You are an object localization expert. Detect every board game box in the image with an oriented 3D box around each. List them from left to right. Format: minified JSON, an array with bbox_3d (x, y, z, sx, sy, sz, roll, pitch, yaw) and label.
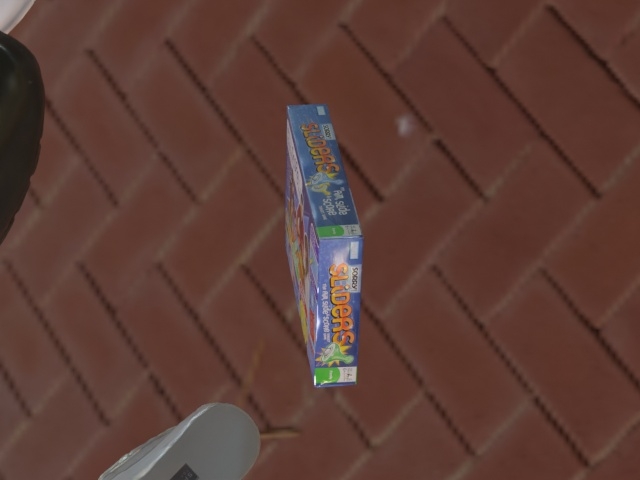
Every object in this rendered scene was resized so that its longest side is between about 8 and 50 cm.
[{"bbox_3d":[0.000,0.000,1.391,0.201,0.035,0.136,-103,12,-55],"label":"board game box"}]

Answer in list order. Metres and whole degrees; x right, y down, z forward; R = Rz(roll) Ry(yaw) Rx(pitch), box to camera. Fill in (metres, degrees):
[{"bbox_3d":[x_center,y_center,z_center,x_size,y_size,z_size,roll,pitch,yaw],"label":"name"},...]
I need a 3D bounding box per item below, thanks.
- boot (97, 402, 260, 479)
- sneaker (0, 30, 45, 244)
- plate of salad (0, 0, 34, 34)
[{"bbox_3d":[-0.162,0.238,1.496,0.095,0.258,0.123,53,143,1],"label":"boot"},{"bbox_3d":[-0.232,0.016,0.887,0.286,0.109,0.130,-55,13,-5],"label":"sneaker"},{"bbox_3d":[-0.316,-0.245,1.619,0.200,0.048,0.200,-11,65,26],"label":"plate of salad"}]
